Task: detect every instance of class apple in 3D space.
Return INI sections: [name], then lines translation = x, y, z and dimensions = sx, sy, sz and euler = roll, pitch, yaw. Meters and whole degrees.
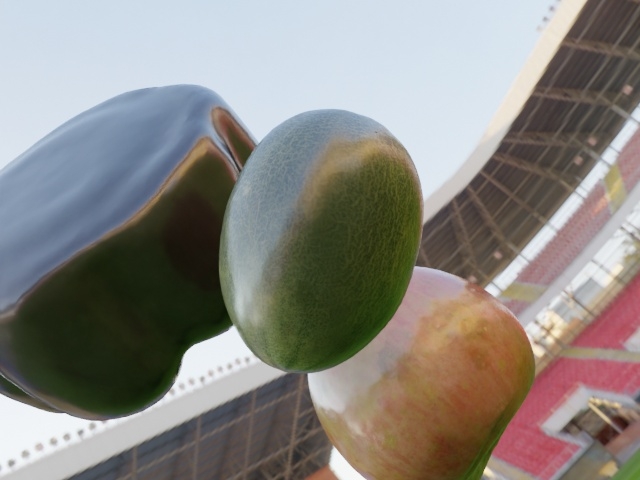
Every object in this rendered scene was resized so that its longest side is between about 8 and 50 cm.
[apple]
translation = 0.152, 0.222, 1.202
dimensions = 0.364, 0.364, 0.364
euler = -35, -27, -21

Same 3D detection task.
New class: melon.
[melon]
translation = 0.000, 0.000, 0.365
dimensions = 0.098, 0.098, 0.130
euler = 19, -100, -63

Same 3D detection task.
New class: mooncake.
[mooncake]
translation = -0.142, 0.002, 0.496
dimensions = 0.245, 0.245, 0.133
euler = -43, -60, -7
